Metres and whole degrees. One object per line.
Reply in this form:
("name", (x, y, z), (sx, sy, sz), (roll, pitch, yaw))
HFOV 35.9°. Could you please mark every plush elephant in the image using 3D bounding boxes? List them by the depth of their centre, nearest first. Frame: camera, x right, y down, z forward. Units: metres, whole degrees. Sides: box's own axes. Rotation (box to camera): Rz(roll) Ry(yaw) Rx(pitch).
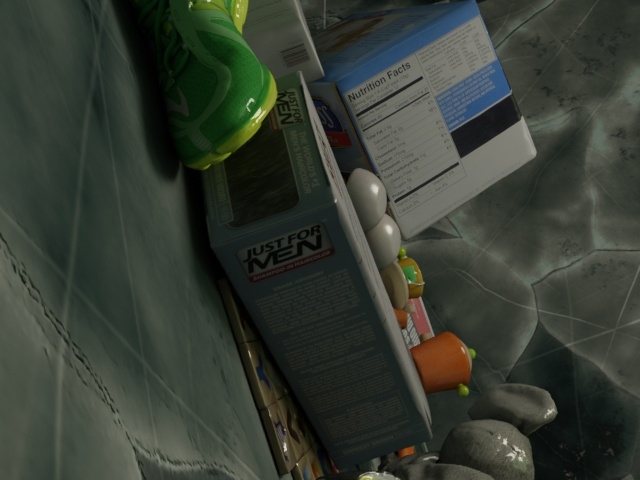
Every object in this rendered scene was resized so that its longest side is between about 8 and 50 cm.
("plush elephant", (0.195, 0.320, 1.232), (0.330, 0.272, 0.255), (56, -35, -3))

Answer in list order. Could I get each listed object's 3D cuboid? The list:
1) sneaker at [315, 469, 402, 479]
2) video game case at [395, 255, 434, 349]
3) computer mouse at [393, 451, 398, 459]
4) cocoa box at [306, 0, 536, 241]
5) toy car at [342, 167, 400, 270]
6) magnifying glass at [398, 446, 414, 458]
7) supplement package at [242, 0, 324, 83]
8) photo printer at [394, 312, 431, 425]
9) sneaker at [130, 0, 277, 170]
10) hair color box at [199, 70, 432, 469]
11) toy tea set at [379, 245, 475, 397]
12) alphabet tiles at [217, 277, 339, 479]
("sneaker", (0.045, 0.278, 0.866), (0.094, 0.081, 0.209), (-84, 162, -45))
("video game case", (0.135, 0.185, 1.835), (0.285, 0.025, 0.204), (-52, 127, -51))
("computer mouse", (0.132, 0.386, 1.672), (0.193, 0.042, 0.106), (-102, 172, -57))
("cocoa box", (0.076, -0.173, 1.357), (0.347, 0.231, 0.228), (20, -41, 63))
("toy car", (0.000, 0.000, 1.164), (0.182, 0.159, 0.136), (66, 33, -49))
("magnifying glass", (0.144, 0.338, 1.680), (0.092, 0.026, 0.231), (47, 16, -14))
("supplement package", (-0.102, -0.300, 1.161), (0.139, 0.133, 0.244), (59, 12, -67))
("photo printer", (0.062, 0.133, 1.441), (0.307, 0.107, 0.256), (64, 5, -54))
("sneaker", (-0.119, -0.180, 0.851), (0.123, 0.109, 0.296), (33, 33, -43))
("hair color box", (0.000, 0.044, 0.969), (0.374, 0.113, 0.185), (67, 6, -45))
("toy tea set", (0.160, 0.113, 1.666), (0.200, 0.124, 0.336), (174, -98, -69))
("alphabet tiles", (-0.037, 0.122, 0.986), (0.342, 0.011, 0.285), (32, 39, -83))
